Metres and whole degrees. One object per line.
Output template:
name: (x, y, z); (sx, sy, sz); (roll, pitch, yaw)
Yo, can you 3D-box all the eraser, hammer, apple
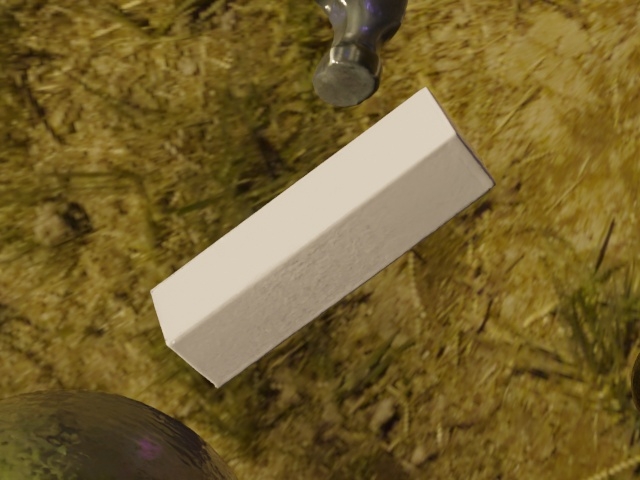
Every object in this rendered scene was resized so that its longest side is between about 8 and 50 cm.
eraser: (-0.001, 0.000, 1.132); (0.298, 0.076, 0.078); (-37, 130, 10)
hammer: (-0.072, -0.150, 0.536); (0.246, 0.103, 0.029); (28, 143, -15)
apple: (-0.124, 0.161, 0.710); (0.193, 0.265, 0.120); (8, 120, 16)

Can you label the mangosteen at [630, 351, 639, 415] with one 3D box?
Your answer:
mangosteen: (0.351, 0.120, 1.227); (0.140, 0.140, 0.140); (3, 102, 15)
